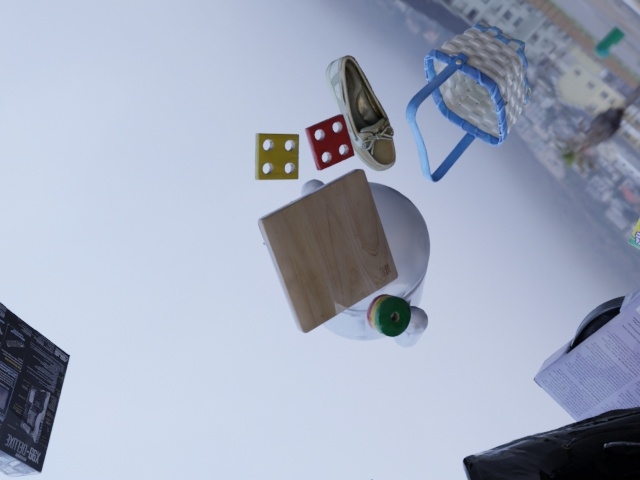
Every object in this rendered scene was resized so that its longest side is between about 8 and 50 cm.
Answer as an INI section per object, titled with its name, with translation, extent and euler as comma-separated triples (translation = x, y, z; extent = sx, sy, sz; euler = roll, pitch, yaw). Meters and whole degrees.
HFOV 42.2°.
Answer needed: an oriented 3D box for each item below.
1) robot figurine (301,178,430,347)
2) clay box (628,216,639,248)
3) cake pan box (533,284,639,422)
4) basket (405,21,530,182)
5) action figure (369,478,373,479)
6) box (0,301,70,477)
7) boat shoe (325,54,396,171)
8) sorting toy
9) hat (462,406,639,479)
[robot figurine]
translation = 0.067, 0.037, 1.299
extent = 0.300, 0.200, 0.353
euler = 50, 168, 20
[clay box]
translation = 0.625, -0.034, 1.434
extent = 0.127, 0.222, 0.053
euler = 31, -132, 23
[cake pan box]
translation = 0.471, 0.203, 1.155
extent = 0.267, 0.245, 0.070
euler = 44, -146, 8
[basket]
translation = 0.297, -0.283, 1.724
extent = 0.201, 0.289, 0.254
euler = 32, 162, 30
[action figure]
translation = -0.005, 0.648, 1.712
extent = 0.330, 0.341, 0.178
euler = 48, -171, 20
[box]
translation = -0.577, 0.241, 1.444
extent = 0.307, 0.077, 0.242
euler = 56, -151, -48
[boat shoe]
translation = 0.055, -0.157, 1.037
extent = 0.153, 0.056, 0.048
euler = 68, 165, -10
[sorting toy]
translation = 0.000, 0.000, 0.882
extent = 0.046, 0.132, 0.274
euler = 14, 128, 57
[hat]
translation = 0.291, 0.238, 0.719
extent = 0.331, 0.331, 0.133
euler = -10, -88, -64
